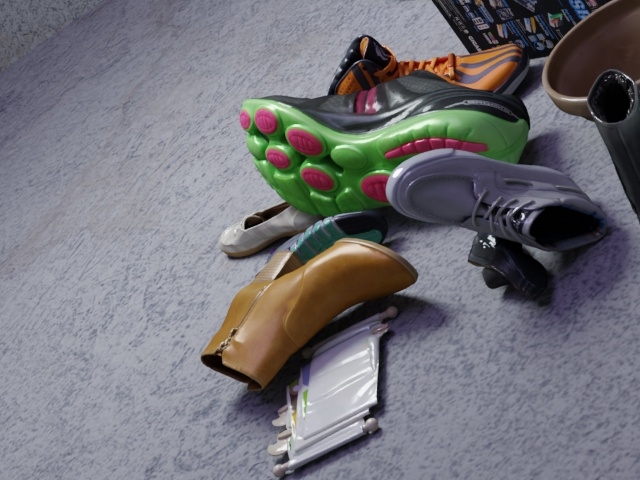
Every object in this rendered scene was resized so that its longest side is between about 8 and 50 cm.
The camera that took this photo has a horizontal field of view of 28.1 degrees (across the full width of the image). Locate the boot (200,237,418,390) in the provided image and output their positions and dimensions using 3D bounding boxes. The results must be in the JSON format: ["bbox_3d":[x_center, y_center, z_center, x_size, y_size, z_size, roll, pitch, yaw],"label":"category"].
[{"bbox_3d":[-0.020,0.107,1.686,0.295,0.104,0.211,-3,47,49],"label":"boot"}]

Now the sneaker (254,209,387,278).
[{"bbox_3d":[0.000,0.000,1.862,0.224,0.083,0.098,-27,24,23],"label":"sneaker"}]

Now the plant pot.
[{"bbox_3d":[0.417,-0.222,1.657,0.237,0.110,0.237,-29,29,18],"label":"plant pot"}]

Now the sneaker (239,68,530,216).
[{"bbox_3d":[0.090,-0.146,1.870,0.483,0.185,0.202,9,33,34],"label":"sneaker"}]

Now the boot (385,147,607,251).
[{"bbox_3d":[0.216,-0.045,1.525,0.258,0.095,0.123,0,22,-21],"label":"boot"}]

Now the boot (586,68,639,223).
[{"bbox_3d":[0.353,-0.102,1.441,0.076,0.208,0.189,-30,28,15],"label":"boot"}]

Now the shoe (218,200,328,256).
[{"bbox_3d":[-0.084,-0.030,2.030,0.219,0.058,0.076,-16,34,37],"label":"shoe"}]

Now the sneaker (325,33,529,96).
[{"bbox_3d":[0.147,-0.248,1.949,0.321,0.180,0.124,-27,29,22],"label":"sneaker"}]

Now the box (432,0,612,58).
[{"bbox_3d":[0.282,-0.401,1.894,0.293,0.295,0.073,-6,44,48],"label":"box"}]

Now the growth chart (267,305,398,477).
[{"bbox_3d":[0.014,0.189,1.617,0.172,0.021,0.237,-25,30,26],"label":"growth chart"}]

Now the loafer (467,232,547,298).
[{"bbox_3d":[0.228,0.036,1.563,0.061,0.062,0.170,-58,19,13],"label":"loafer"}]
